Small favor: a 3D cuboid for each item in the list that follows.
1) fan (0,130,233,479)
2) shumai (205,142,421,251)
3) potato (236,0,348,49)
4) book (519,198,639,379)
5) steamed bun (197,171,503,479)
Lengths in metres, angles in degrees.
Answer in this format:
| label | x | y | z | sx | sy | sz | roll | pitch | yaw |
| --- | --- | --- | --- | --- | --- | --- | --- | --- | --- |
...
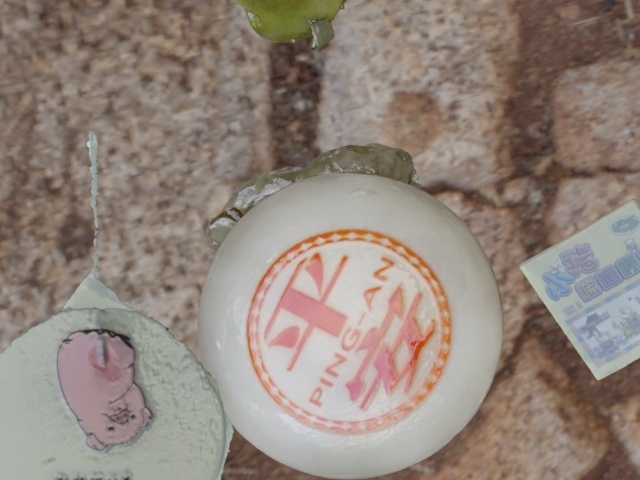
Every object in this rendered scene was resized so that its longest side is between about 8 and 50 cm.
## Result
| label | x | y | z | sx | sy | sz | roll | pitch | yaw |
| --- | --- | --- | --- | --- | --- | --- | --- | --- | --- |
| fan | -0.154 | 0.063 | 1.019 | 0.010 | 0.182 | 0.310 | 136 | 131 | -61 |
| shumai | 0.000 | 0.000 | 1.251 | 0.201 | 0.201 | 0.120 | -28 | 79 | 37 |
| potato | -0.026 | -0.229 | 0.934 | 0.117 | 0.090 | 0.226 | 10 | 127 | 15 |
| book | 0.370 | 0.064 | 1.815 | 0.168 | 0.013 | 0.192 | -32 | 106 | 18 |
| steamed bun | 0.022 | 0.060 | 1.068 | 0.231 | 0.145 | 0.232 | 0 | 83 | 0 |
